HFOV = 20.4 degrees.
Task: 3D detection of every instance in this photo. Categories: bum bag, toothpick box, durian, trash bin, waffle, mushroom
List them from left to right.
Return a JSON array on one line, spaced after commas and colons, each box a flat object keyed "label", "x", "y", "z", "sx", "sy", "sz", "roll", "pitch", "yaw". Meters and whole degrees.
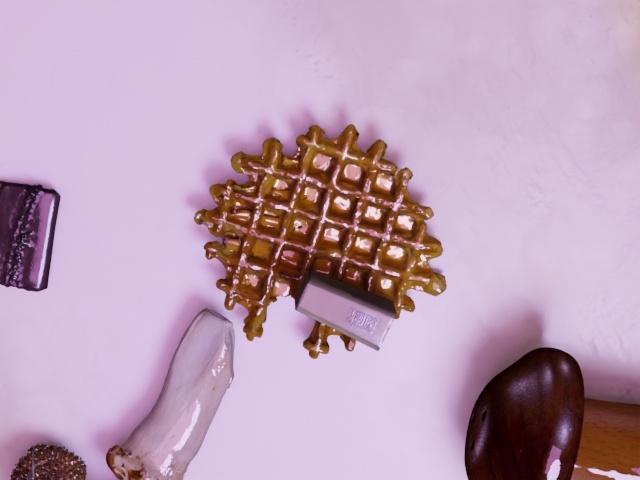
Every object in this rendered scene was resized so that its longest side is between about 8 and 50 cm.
[{"label": "bum bag", "x": -0.344, "y": -0.010, "z": 1.780, "sx": 0.159, "sy": 0.026, "sz": 0.109, "roll": 8, "pitch": 104, "yaw": -3}, {"label": "durian", "x": -0.273, "y": 0.248, "z": 1.818, "sx": 0.091, "sy": 0.080, "sz": 0.080, "roll": 12, "pitch": 103, "yaw": 2}, {"label": "mushroom", "x": -0.143, "y": 0.167, "z": 1.809, "sx": 0.084, "sy": 0.071, "sz": 0.209, "roll": 31, "pitch": 99, "yaw": 21}, {"label": "waffle", "x": 0.000, "y": 0.000, "z": 1.780, "sx": 0.228, "sy": 0.051, "sz": 0.231, "roll": -24, "pitch": 103, "yaw": 5}, {"label": "trash bin", "x": 0.023, "y": 0.066, "z": 1.742, "sx": 0.092, "sy": 0.061, "sz": 0.043, "roll": 23, "pitch": 100, "yaw": -5}, {"label": "toothpick box", "x": 0.292, "y": 0.218, "z": 1.778, "sx": 0.294, "sy": 0.192, "sz": 0.192, "roll": 12, "pitch": 103, "yaw": -11}]
